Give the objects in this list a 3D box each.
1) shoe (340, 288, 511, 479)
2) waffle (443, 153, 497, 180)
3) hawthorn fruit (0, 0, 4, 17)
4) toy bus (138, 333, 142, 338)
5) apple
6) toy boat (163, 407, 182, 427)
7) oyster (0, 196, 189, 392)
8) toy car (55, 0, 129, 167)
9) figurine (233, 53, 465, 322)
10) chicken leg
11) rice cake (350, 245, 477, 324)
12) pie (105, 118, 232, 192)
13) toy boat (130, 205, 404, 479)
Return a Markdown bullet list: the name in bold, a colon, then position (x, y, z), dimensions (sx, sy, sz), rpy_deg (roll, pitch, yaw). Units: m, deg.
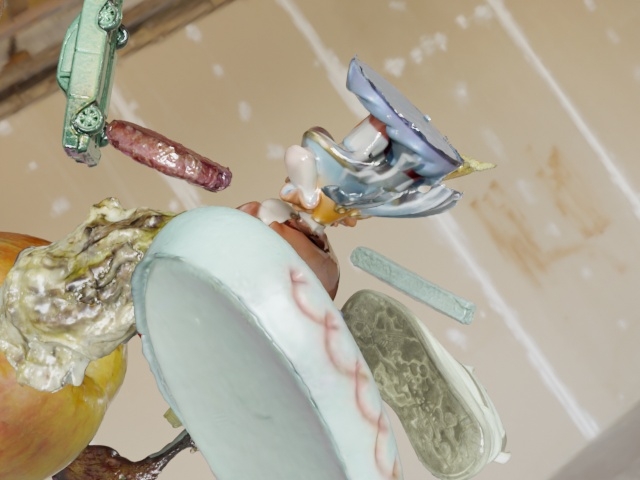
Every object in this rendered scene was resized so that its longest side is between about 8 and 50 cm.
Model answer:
- **shoe**: position (0.152, 0.196, 1.376), dimensions (0.159, 0.316, 0.124), rpy_deg (19, -61, -46)
- **waffle**: position (0.235, -0.167, 1.917), dimensions (0.032, 0.125, 0.191), rpy_deg (-49, 18, -26)
- **hawthorn fruit**: position (-0.451, -0.320, 1.206), dimensions (0.162, 0.162, 0.203), rpy_deg (-36, 30, 27)
- **toy bus**: position (-0.160, 0.064, 1.095), dimensions (0.110, 0.031, 0.043), rpy_deg (-50, -25, 3)
- **apple**: position (-0.347, 0.119, 1.086), dimensions (0.301, 0.302, 0.301), rpy_deg (-34, -4, -2)
- **toy boat**: position (-0.179, 0.259, 1.633), dimensions (0.172, 0.065, 0.066), rpy_deg (-24, 26, 29)
- **oyster**: position (-0.147, 0.020, 0.670), dimensions (0.165, 0.108, 0.053), rpy_deg (-32, -34, -2)
- **toy car**: position (-0.391, -0.291, 1.722), dimensions (0.097, 0.321, 0.141), rpy_deg (8, -8, -3)
- **figurine**: position (0.000, 0.000, 1.251), dimensions (0.388, 0.248, 0.276), rpy_deg (-45, -33, 13)
- **chicken leg**: position (-0.276, 0.325, 1.437), dimensions (0.253, 0.106, 0.051), rpy_deg (-14, -36, 19)
- **rice cake**: position (0.147, 0.070, 1.649), dimensions (0.045, 0.245, 0.042), rpy_deg (18, -81, -53)
- **pie**: position (-0.165, -0.091, 1.099), dimensions (0.036, 0.154, 0.154), rpy_deg (-65, -6, 3)
- **toy boat**: position (-0.024, 0.074, 0.561), dimensions (0.079, 0.208, 0.134), rpy_deg (-34, 9, -39)
